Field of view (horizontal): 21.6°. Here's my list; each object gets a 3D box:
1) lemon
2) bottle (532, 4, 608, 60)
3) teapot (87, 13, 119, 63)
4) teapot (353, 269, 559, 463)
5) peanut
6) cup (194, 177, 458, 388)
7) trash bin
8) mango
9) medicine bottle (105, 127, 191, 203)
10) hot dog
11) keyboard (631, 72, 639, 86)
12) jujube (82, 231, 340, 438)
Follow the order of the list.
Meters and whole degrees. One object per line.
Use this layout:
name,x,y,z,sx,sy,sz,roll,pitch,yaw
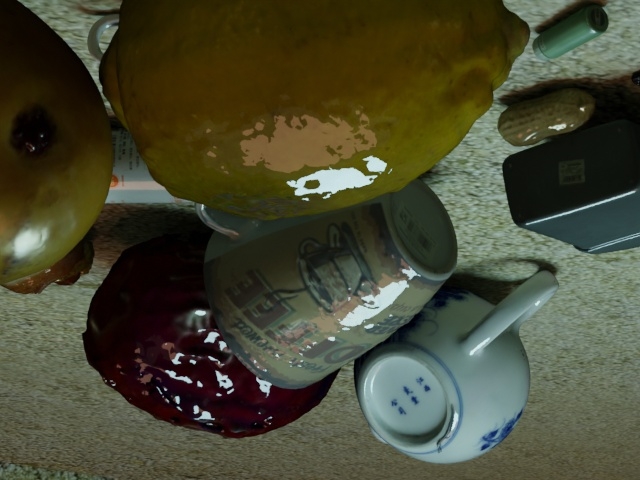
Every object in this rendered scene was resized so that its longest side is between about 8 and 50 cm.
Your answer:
lemon,-0.016,-0.155,1.387,0.316,0.285,0.285,-37,154,2
bottle,0.239,-0.198,1.611,0.030,0.030,0.083,12,158,-30
teapot,-0.111,-0.182,1.579,0.226,0.092,0.145,0,160,9
teapot,0.189,0.179,2.398,0.424,0.252,0.280,-48,168,36
peanut,0.239,-0.131,1.773,0.113,0.054,0.054,-16,155,32
cup,0.000,0.000,1.981,0.257,0.227,0.301,-30,117,33
trash bin,0.323,-0.056,1.849,0.177,0.101,0.236,-16,165,31
mango,-0.380,-0.123,1.439,0.446,0.232,0.300,25,149,23
medicine bottle,-0.162,-0.083,1.855,0.183,0.086,0.086,0,160,2
hot dog,-0.373,0.017,2.124,0.123,0.093,0.261,-14,156,33
keyboard,0.413,-0.181,1.682,0.204,0.013,0.061,-17,153,40
jujube,-0.137,0.125,2.198,0.377,0.258,0.258,19,153,-39
